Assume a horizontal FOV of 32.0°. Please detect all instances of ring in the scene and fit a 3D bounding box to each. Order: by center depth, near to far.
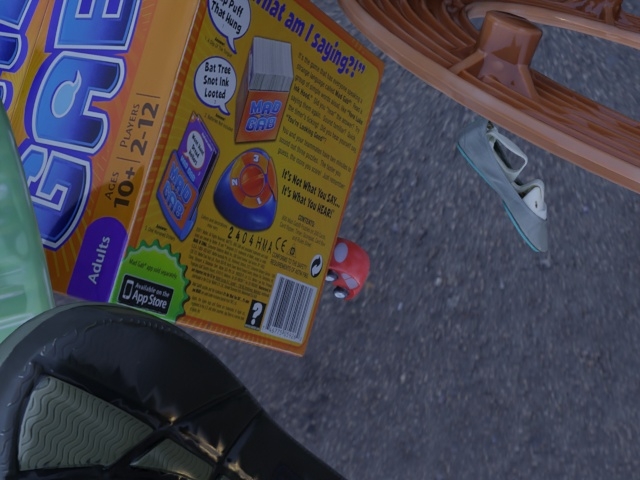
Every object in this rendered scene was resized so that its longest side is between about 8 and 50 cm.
[{"bbox_3d":[0.169,-0.070,0.483,0.336,0.336,0.032,21,114,4],"label":"ring"}]

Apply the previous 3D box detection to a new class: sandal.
[{"bbox_3d":[-0.045,0.131,0.469,0.086,0.120,0.303,4,138,40],"label":"sandal"}]

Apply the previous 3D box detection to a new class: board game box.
[{"bbox_3d":[-0.200,-0.107,1.204,0.356,0.356,0.356,13,84,31],"label":"board game box"}]

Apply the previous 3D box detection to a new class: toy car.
[{"bbox_3d":[0.000,0.000,1.430,0.053,0.225,0.239,-1,112,26],"label":"toy car"}]

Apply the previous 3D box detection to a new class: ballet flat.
[{"bbox_3d":[0.273,-0.080,1.562,0.068,0.072,0.213,-34,97,26],"label":"ballet flat"}]

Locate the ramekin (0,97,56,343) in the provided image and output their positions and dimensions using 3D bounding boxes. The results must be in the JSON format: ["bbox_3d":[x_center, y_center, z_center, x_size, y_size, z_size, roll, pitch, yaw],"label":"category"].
[{"bbox_3d":[-0.294,0.019,0.841,0.148,0.303,0.303,-13,103,-19],"label":"ramekin"}]

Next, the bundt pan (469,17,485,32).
[{"bbox_3d":[0.107,-0.343,0.981,0.331,0.331,0.124,46,131,-3],"label":"bundt pan"}]
